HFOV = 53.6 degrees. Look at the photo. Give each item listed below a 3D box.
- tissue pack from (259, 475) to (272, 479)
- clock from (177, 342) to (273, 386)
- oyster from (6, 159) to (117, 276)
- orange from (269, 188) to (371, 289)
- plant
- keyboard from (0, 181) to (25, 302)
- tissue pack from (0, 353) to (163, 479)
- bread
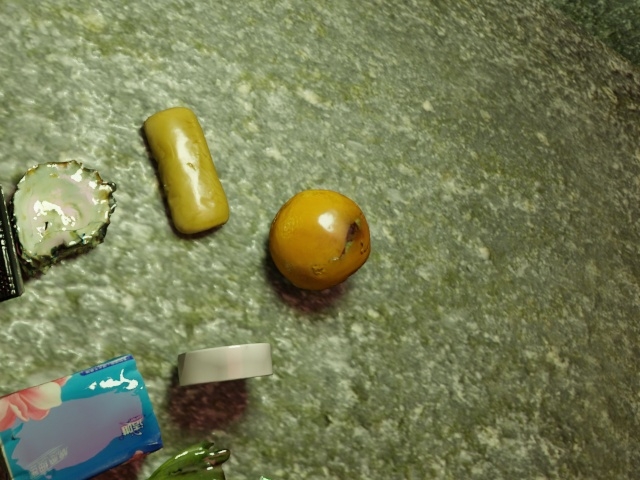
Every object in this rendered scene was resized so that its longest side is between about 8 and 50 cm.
[{"bbox_3d":[-0.060,0.605,1.301,0.209,0.148,0.156,22,61,1],"label":"tissue pack"},{"bbox_3d":[-0.199,0.262,1.333,0.197,0.197,0.068,0,76,-32],"label":"clock"},{"bbox_3d":[-0.532,-0.046,1.295,0.198,0.092,0.259,26,54,-23],"label":"oyster"},{"bbox_3d":[0.000,0.000,1.511,0.246,0.246,0.246,10,70,-29],"label":"orange"},{"bbox_3d":[-0.326,0.484,1.211,0.334,0.180,0.251,23,54,-20],"label":"plant"},{"bbox_3d":[-0.626,0.005,1.215,0.025,0.094,0.230,-4,79,-66],"label":"keyboard"},{"bbox_3d":[-0.453,0.353,1.183,0.270,0.137,0.209,-16,85,-35],"label":"tissue pack"},{"bbox_3d":[-0.307,-0.167,1.470,0.142,0.091,0.305,-16,85,-40],"label":"bread"}]
